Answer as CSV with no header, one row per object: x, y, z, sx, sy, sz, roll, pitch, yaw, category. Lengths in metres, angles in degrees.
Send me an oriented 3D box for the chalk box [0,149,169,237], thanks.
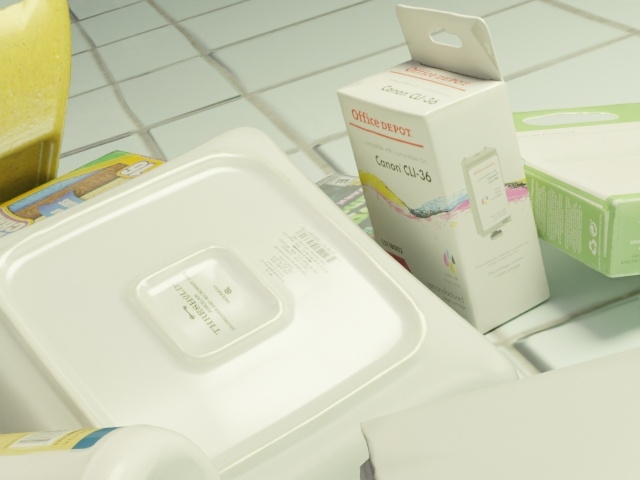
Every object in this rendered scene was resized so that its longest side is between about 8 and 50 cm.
-0.177,0.042,0.917,0.213,0.132,0.132,-28,26,-31,chalk box

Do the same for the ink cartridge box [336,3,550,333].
0.076,-0.049,0.877,0.067,0.198,0.115,-25,24,-22,ink cartridge box

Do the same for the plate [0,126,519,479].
-0.066,0.047,0.775,0.278,0.045,0.277,-28,55,-29,plate

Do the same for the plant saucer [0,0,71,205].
-0.317,0.007,0.969,0.333,0.332,0.081,-30,70,-31,plant saucer

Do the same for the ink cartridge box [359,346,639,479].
0.187,0.129,0.351,0.306,0.226,0.131,-17,21,0,ink cartridge box

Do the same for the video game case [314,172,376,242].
0.000,0.000,1.043,0.190,0.022,0.173,-31,27,-33,video game case

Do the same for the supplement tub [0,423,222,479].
-0.150,0.160,0.602,0.200,0.144,0.144,-6,24,21,supplement tub

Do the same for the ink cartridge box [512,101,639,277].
0.213,-0.042,0.910,0.171,0.056,0.235,-6,18,-18,ink cartridge box
